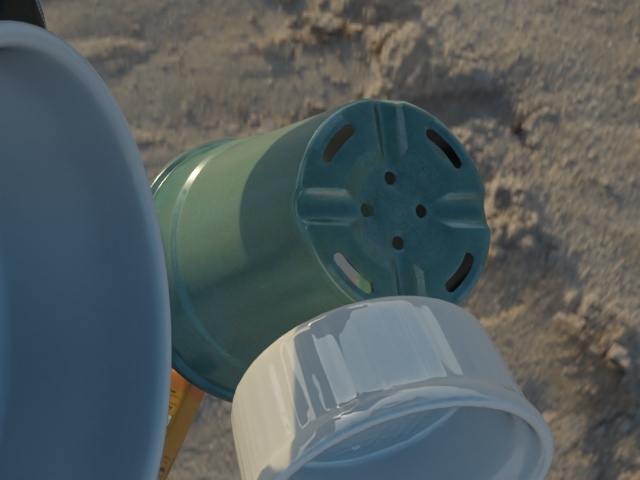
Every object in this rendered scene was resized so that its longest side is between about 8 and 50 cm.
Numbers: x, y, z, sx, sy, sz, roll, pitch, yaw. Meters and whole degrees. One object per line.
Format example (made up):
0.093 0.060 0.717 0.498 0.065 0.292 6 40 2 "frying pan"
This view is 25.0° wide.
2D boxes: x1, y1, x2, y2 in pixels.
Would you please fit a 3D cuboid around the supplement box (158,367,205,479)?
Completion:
-0.231 0.274 1.850 0.080 0.078 0.233 19 78 15 "supplement box"

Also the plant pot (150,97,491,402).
0.000 0.000 1.672 0.341 0.334 0.341 9 72 -30 "plant pot"

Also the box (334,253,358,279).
0.056 -0.018 2.017 0.101 0.102 0.087 38 56 13 "box"

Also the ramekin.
0.054 0.173 1.275 0.277 0.277 0.135 -14 51 -8 "ramekin"

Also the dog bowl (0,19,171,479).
-0.161 0.043 0.617 0.104 0.265 0.265 -3 65 17 "dog bowl"

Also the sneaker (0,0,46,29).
-0.374 -0.138 1.137 0.340 0.140 0.125 -22 28 -35 "sneaker"
